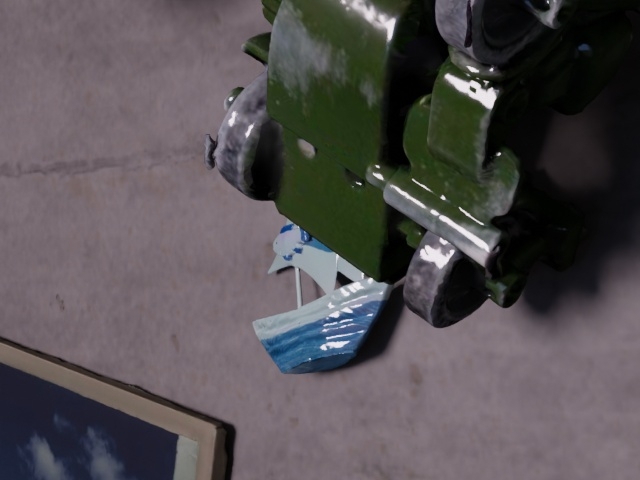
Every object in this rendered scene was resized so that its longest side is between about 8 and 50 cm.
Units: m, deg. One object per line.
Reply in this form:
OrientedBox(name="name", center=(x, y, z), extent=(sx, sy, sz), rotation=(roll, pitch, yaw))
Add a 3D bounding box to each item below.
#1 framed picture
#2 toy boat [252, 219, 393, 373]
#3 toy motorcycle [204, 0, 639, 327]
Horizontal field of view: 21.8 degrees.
OrientedBox(name="framed picture", center=(-0.167, 0.186, 1.116), extent=(0.281, 0.019, 0.209), rotation=(12, 100, 43))
OrientedBox(name="toy boat", center=(0.006, 0.006, 0.944), extent=(0.105, 0.034, 0.149), rotation=(10, 86, 46))
OrientedBox(name="toy motorcycle", center=(0.046, -0.077, 0.794), extent=(0.205, 0.127, 0.275), rotation=(36, 142, 27))
